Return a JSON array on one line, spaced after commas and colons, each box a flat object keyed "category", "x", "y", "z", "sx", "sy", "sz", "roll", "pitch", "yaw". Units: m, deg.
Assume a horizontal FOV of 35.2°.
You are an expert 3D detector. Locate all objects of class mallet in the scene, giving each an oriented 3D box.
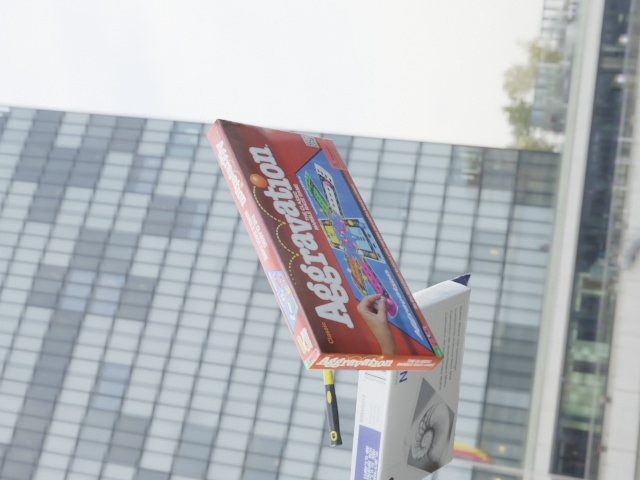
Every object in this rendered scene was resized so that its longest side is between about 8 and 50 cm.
[{"category": "mallet", "x": 0.003, "y": 0.204, "z": 1.471, "sx": 0.039, "sy": 0.062, "sz": 0.189, "roll": 28, "pitch": -120, "yaw": -67}]

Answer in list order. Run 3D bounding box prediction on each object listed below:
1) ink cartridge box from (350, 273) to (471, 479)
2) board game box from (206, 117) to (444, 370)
[{"category": "ink cartridge box", "x": 0.121, "y": 0.164, "z": 1.158, "sx": 0.224, "sy": 0.045, "sz": 0.223, "roll": -16, "pitch": -65, "yaw": -51}, {"category": "board game box", "x": 0.000, "y": 0.000, "z": 0.942, "sx": 0.027, "sy": 0.145, "sz": 0.281, "roll": -53, "pitch": 48, "yaw": 35}]
